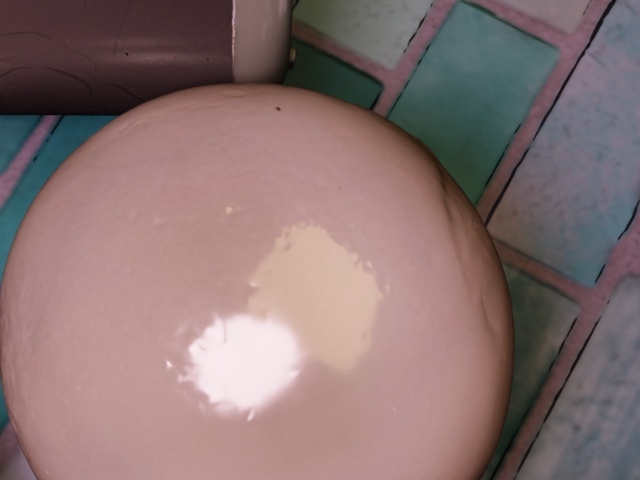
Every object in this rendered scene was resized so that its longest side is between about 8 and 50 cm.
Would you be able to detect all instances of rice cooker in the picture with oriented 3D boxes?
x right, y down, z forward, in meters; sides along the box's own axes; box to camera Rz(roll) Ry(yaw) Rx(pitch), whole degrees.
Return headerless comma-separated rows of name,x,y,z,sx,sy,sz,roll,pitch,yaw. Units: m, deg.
rice cooker,-0.153,-0.218,1.309,0.277,0.288,0.288,1,69,-3

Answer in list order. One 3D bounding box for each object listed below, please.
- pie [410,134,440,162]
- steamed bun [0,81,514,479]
pie,0.000,0.000,1.353,0.195,0.046,0.195,1,67,-2
steamed bun,-0.043,0.060,1.203,0.324,0.206,0.324,-1,85,10
